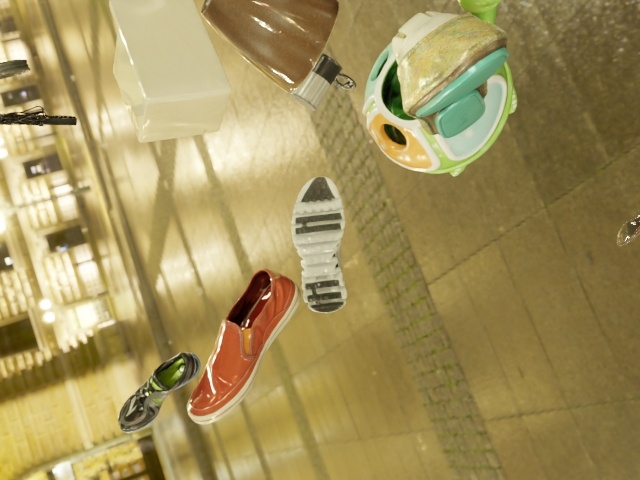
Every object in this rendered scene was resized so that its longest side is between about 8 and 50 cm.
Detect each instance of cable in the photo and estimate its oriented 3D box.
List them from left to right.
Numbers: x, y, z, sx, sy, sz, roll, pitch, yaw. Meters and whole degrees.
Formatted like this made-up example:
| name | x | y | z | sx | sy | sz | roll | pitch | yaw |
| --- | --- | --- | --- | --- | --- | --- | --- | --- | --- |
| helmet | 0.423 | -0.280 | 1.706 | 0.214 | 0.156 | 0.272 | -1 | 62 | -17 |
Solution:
| name | x | y | z | sx | sy | sz | roll | pitch | yaw |
| --- | --- | --- | --- | --- | --- | --- | --- | --- | --- |
| cable | -0.709 | -0.305 | 1.568 | 0.139 | 0.287 | 0.072 | -21 | 91 | 31 |

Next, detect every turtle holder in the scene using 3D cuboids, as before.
| name | x | y | z | sx | sy | sz | roll | pitch | yaw |
| --- | --- | --- | --- | --- | --- | --- | --- | --- | --- |
| turtle holder | 0.212 | -0.262 | 1.316 | 0.243 | 0.320 | 0.227 | 59 | -160 | 13 |

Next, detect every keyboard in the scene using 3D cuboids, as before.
| name | x | y | z | sx | sy | sz | roll | pitch | yaw |
| --- | --- | --- | --- | --- | --- | --- | --- | --- | --- |
| keyboard | -0.564 | -0.244 | 1.524 | 0.100 | 0.192 | 0.038 | 30 | 120 | 55 |

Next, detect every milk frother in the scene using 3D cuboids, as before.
| name | x | y | z | sx | sy | sz | roll | pitch | yaw |
| --- | --- | --- | --- | --- | --- | --- | --- | --- | --- |
| milk frother | 0.010 | -0.405 | 2.110 | 0.143 | 0.135 | 0.129 | 33 | 180 | -9 |

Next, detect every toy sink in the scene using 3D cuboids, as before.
| name | x | y | z | sx | sy | sz | roll | pitch | yaw |
| --- | --- | --- | --- | --- | --- | --- | --- | --- | --- |
| toy sink | -0.277 | -0.307 | 1.408 | 0.234 | 0.152 | 0.131 | 65 | 151 | 22 |

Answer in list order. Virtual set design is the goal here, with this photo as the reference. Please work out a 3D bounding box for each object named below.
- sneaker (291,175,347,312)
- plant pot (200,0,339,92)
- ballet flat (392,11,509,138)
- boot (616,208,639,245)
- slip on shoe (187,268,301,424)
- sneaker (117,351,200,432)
| name | x | y | z | sx | sy | sz | roll | pitch | yaw |
| --- | --- | --- | --- | --- | --- | --- | --- | --- | --- |
| sneaker | 0.000 | 0.000 | 1.635 | 0.118 | 0.110 | 0.292 | -84 | -7 | -65 |
| plant pot | -0.116 | -0.448 | 1.600 | 0.215 | 0.230 | 0.215 | -51 | 25 | 34 |
| ballet flat | 0.131 | -0.192 | 0.880 | 0.348 | 0.123 | 0.123 | 5 | -114 | -81 |
| boot | 0.592 | -0.016 | 1.380 | 0.037 | 0.114 | 0.106 | -92 | 24 | -45 |
| slip on shoe | -0.160 | 0.196 | 1.518 | 0.123 | 0.331 | 0.101 | 14 | 155 | 46 |
| sneaker | -0.305 | 0.272 | 1.457 | 0.067 | 0.188 | 0.078 | 43 | 172 | 22 |
